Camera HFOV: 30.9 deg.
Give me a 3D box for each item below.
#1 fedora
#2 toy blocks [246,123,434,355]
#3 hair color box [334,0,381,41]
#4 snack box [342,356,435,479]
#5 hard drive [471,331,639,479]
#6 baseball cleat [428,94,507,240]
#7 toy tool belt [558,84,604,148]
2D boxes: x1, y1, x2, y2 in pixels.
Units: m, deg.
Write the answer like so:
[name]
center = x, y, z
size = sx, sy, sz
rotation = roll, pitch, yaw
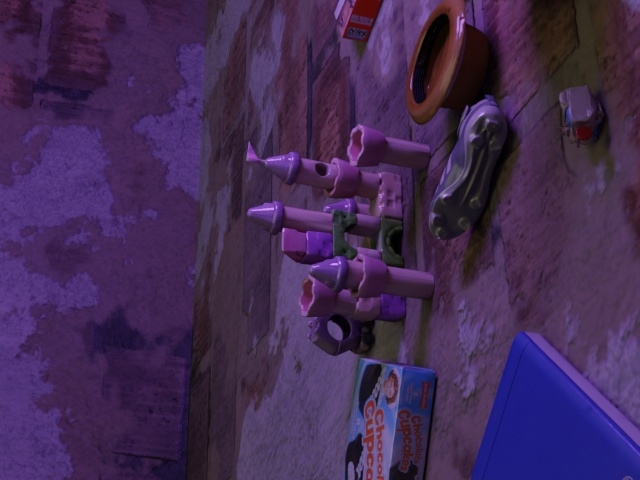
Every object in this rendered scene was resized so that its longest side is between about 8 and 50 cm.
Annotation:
[fedora]
center = 0.189, -0.252, 1.660
size = 0.194, 0.079, 0.194
rotation = -165, 90, -74
[toy blocks]
center = 0.000, 0.000, 1.828
size = 0.309, 0.260, 0.288
rotation = 132, 142, -59
[hair color box]
center = 0.080, -0.463, 2.134
size = 0.093, 0.053, 0.167
rotation = -104, 27, -48
[snack box]
center = 0.091, 0.341, 1.715
size = 0.187, 0.060, 0.321
rotation = 176, 103, -71
[hard drive]
center = 0.262, 0.259, 1.257
size = 0.318, 0.040, 0.210
rotation = -127, 48, -66
[baseball cleat]
center = 0.204, -0.100, 1.589
size = 0.109, 0.072, 0.206
rotation = -85, 17, -60
[toy tool belt]
center = 0.300, -0.134, 1.330
size = 0.051, 0.052, 0.083
rotation = 70, -164, -54
